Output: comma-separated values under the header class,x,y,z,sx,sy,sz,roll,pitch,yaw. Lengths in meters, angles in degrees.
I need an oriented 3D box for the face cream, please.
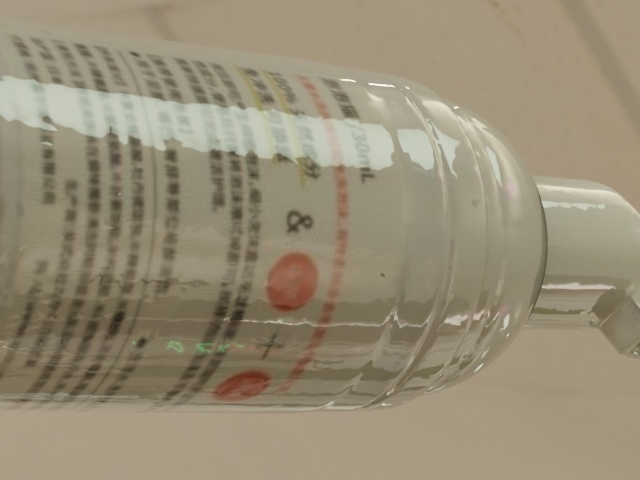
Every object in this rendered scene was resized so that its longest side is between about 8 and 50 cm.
class,x,y,z,sx,sy,sz,roll,pitch,yaw
face cream,0.000,0.000,0.750,0.369,0.145,0.145,5,-3,-37
